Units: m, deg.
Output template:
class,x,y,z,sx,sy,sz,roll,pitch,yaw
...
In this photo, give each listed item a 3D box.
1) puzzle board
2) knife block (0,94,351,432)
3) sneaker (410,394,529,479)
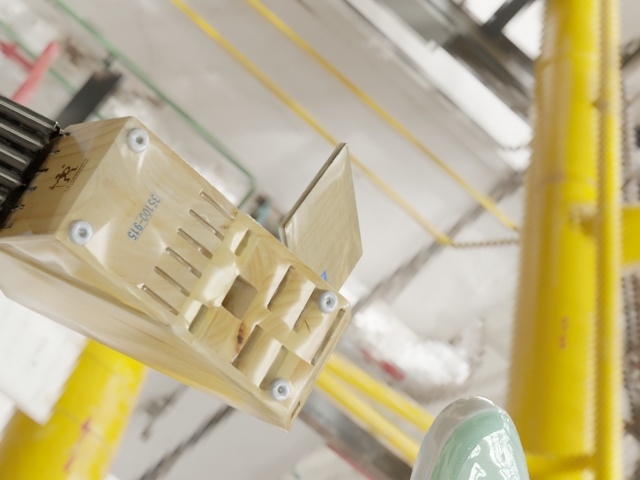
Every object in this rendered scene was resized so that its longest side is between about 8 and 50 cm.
class,x,y,z,sx,sy,sz,roll,pitch,yaw
puzzle board,0.000,0.000,1.189,0.011,0.096,0.128,4,-148,22
knife block,-0.148,0.005,1.037,0.242,0.276,0.088,-3,-128,56
sneaker,0.134,0.227,1.021,0.094,0.256,0.151,-11,-168,-33
